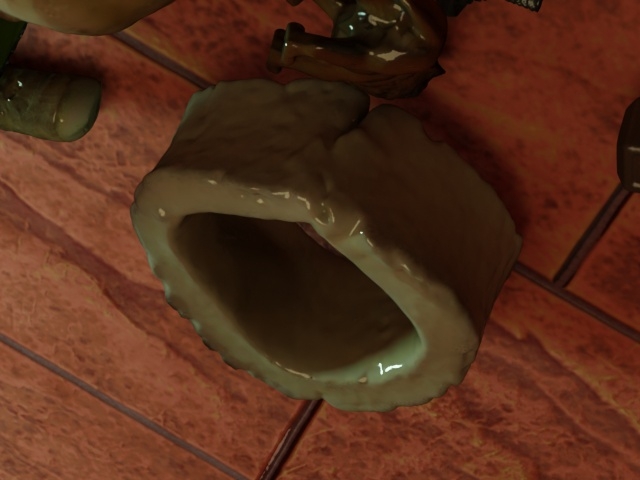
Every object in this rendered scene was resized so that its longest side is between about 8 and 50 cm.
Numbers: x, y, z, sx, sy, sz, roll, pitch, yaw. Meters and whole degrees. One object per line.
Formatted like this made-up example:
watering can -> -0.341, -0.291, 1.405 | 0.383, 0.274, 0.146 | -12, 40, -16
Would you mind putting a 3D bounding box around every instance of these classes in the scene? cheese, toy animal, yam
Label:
cheese -> 0.003, -0.003, 1.795 | 0.292, 0.153, 0.332 | -17, 128, 43
toy animal -> 0.044, -0.169, 1.603 | 0.157, 0.097, 0.312 | 13, 178, -7
yam -> -0.381, -0.153, 1.946 | 0.356, 0.081, 0.081 | 11, 132, 22

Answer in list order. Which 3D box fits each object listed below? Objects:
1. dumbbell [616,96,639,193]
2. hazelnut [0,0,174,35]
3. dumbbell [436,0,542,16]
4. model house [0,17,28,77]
dumbbell -> 0.360, -0.066, 1.627 | 0.230, 0.082, 0.092 | 11, 131, 20
hazelnut -> -0.180, -0.293, 1.640 | 0.261, 0.261, 0.241 | 11, 162, 19
dumbbell -> 0.066, -0.243, 1.632 | 0.254, 0.081, 0.082 | 23, 135, 10
model house -> -0.414, -0.175, 1.816 | 0.154, 0.207, 0.294 | 30, 95, 28
